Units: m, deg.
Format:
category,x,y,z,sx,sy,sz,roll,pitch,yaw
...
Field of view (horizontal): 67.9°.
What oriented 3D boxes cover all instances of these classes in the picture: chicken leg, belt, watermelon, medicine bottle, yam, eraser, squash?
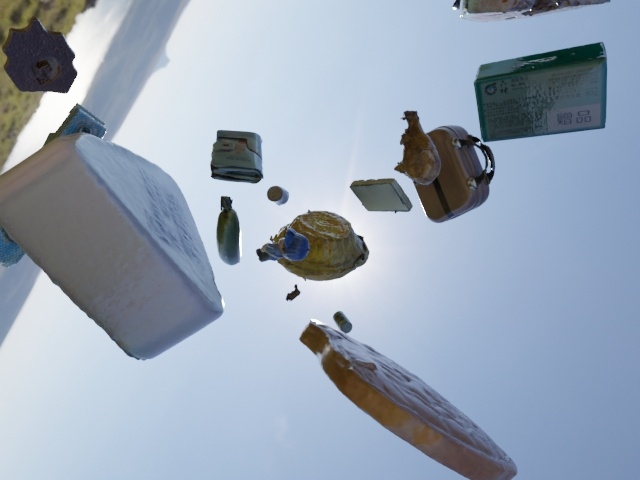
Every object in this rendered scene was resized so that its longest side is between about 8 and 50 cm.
category,x,y,z,sx,sy,sz,roll,pitch,yaw
chicken leg,0.235,-0.229,1.186,0.101,0.085,0.208,-31,-118,47
belt,-0.470,-0.098,0.806,0.087,0.072,0.302,2,-119,50
watermelon,0.413,-0.551,0.963,0.175,0.321,0.188,-148,-128,-60
chicken leg,-0.083,0.169,1.517,0.083,0.036,0.021,-50,150,-49
medicine bottle,0.076,0.283,1.649,0.047,0.047,0.083,-58,-155,7
yam,-0.191,-0.205,2.154,0.084,0.084,0.127,-60,172,2
eraser,-0.278,0.019,0.725,0.149,0.331,0.331,-29,-149,3
squash,-0.262,0.000,1.356,0.318,0.071,0.080,99,-24,-55

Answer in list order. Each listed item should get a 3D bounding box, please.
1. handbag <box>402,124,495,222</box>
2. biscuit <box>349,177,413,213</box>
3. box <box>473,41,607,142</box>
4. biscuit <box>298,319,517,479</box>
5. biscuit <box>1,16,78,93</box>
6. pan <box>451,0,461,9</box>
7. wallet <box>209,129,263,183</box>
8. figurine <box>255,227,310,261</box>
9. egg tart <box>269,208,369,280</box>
category,x,y,z,sx,sy,sz,roll,pitch,yaw
handbag,0.429,-0.229,1.537,0.283,0.149,0.302,-22,-93,50
biscuit,0.184,-0.137,1.453,0.040,0.121,0.199,-49,-152,-21
box,0.464,-0.308,1.008,0.244,0.153,0.092,0,-140,28
biscuit,0.152,0.269,0.824,0.062,0.385,0.365,-56,-154,-2
biscuit,-0.775,-0.510,1.316,0.034,0.182,0.215,60,-37,36
pan,0.455,-0.786,1.418,0.212,0.040,0.115,116,-6,-65
wallet,-0.284,-0.288,1.623,0.250,0.176,0.075,-100,-162,-49
figurine,-0.101,0.024,1.265,0.149,0.086,0.087,-21,-99,28
egg tart,0.000,0.000,1.822,0.388,0.387,0.169,-105,-162,-55
